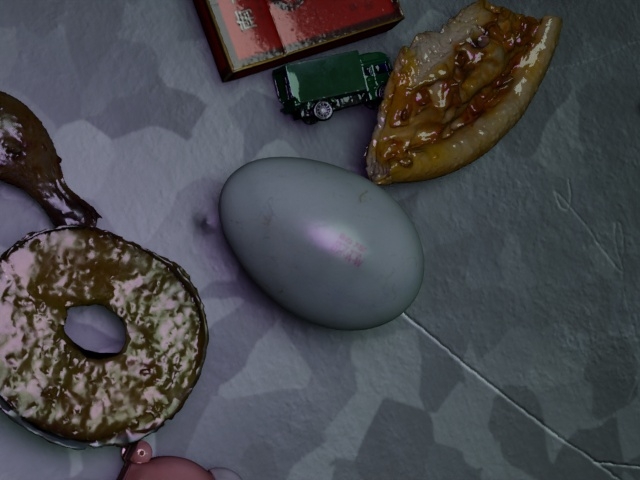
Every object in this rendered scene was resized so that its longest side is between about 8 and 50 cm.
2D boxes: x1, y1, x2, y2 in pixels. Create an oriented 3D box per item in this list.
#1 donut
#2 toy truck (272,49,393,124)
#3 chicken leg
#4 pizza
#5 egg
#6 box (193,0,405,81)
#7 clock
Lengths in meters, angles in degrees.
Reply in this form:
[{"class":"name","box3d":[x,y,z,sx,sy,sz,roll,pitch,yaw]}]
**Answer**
[{"class":"donut","box3d":[-0.269,0.110,1.717,0.272,0.107,0.272,1,87,-18]},{"class":"toy truck","box3d":[0.023,-0.192,1.858,0.147,0.065,0.079,-13,93,-18]},{"class":"chicken leg","box3d":[-0.411,-0.095,1.720,0.322,0.083,0.177,3,90,-14]},{"class":"pizza","box3d":[0.180,-0.194,1.869,0.365,0.074,0.182,-36,123,-29]},{"class":"egg","box3d":[0.000,0.000,1.763,0.264,0.183,0.183,31,75,-2]},{"class":"box","box3d":[-0.033,-0.306,1.855,0.239,0.074,0.153,-20,92,-16]},{"class":"clock","box3d":[-0.173,0.324,1.717,0.162,0.093,0.166,27,75,-14]}]
